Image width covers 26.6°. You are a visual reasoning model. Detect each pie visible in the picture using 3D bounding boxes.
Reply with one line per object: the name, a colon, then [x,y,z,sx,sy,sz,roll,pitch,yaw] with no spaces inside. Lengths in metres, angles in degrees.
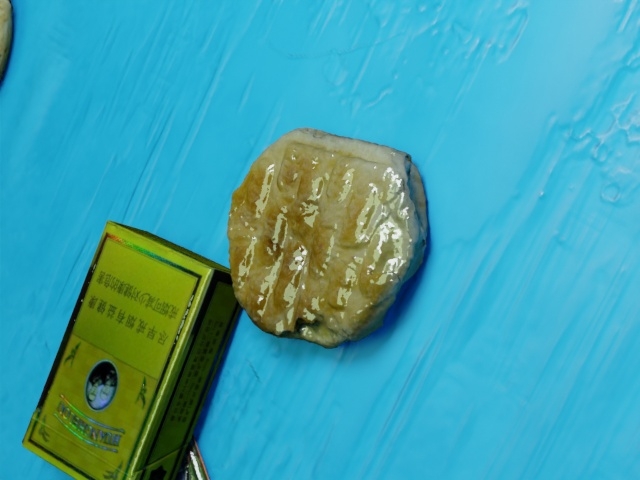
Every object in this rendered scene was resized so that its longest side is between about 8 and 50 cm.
pie: [0.000,0.000,1.092,0.195,0.046,0.195,-10,75,38]

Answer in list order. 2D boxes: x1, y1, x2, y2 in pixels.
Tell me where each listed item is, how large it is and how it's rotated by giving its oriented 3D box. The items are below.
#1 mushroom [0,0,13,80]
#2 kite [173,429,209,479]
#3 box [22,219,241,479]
mushroom: [-0.431,-0.109,1.397,0.301,0.208,0.233,-32,92,26]
kite: [-0.171,0.189,1.220,0.241,0.014,0.183,8,84,35]
box: [-0.163,0.108,1.186,0.141,0.064,0.220,23,94,36]
